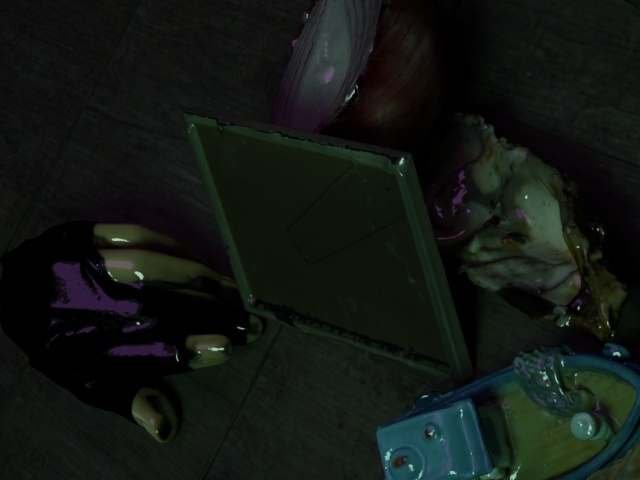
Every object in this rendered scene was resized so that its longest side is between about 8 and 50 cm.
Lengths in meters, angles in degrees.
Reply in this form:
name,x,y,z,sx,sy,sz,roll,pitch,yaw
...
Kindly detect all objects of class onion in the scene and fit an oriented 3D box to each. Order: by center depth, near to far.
name,x,y,z,sx,sy,sz,roll,pitch,yaw
onion,0.044,-0.154,1.672,0.227,0.120,0.283,-43,32,48

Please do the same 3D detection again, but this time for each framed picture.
name,x,y,z,sx,sy,sz,roll,pitch,yaw
framed picture,0.000,0.000,1.588,0.019,0.209,0.281,-34,32,-31

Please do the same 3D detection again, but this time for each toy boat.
name,x,y,z,sx,sy,sz,roll,pitch,yaw
toy boat,0.142,0.134,1.402,0.238,0.098,0.109,-22,71,32

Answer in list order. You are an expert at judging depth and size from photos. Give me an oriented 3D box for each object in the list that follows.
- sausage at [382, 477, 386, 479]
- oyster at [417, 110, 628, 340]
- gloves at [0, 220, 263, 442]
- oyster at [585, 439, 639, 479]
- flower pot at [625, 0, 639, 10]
name,x,y,z,sx,sy,sz,roll,pitch,yaw
sausage,0.084,0.174,1.516,0.116,0.026,0.026,-38,44,25
oyster,0.153,0.000,1.504,0.128,0.078,0.345,-53,30,5
gloves,-0.184,0.080,1.798,0.301,0.152,0.197,3,97,35
oyster,0.247,0.161,1.306,0.209,0.072,0.133,-31,50,31
flower pot,0.268,-0.227,1.466,0.107,0.157,0.157,-59,36,25
